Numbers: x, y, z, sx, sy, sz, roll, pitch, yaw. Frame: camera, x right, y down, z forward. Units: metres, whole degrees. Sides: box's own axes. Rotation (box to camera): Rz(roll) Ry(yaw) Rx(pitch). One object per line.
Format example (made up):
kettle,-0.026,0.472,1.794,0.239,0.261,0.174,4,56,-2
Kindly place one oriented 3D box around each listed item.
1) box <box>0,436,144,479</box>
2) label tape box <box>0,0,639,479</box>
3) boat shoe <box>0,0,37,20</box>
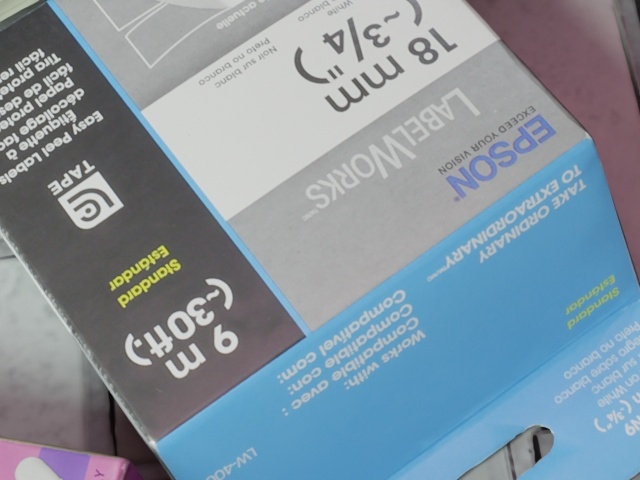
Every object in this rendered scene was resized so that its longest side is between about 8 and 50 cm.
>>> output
box,-0.208,0.188,0.649,0.243,0.117,0.213,8,66,10
label tape box,0.000,0.000,0.723,0.241,0.106,0.333,-35,67,-10
boat shoe,-0.144,-0.208,0.738,0.500,0.156,0.187,-19,32,20
